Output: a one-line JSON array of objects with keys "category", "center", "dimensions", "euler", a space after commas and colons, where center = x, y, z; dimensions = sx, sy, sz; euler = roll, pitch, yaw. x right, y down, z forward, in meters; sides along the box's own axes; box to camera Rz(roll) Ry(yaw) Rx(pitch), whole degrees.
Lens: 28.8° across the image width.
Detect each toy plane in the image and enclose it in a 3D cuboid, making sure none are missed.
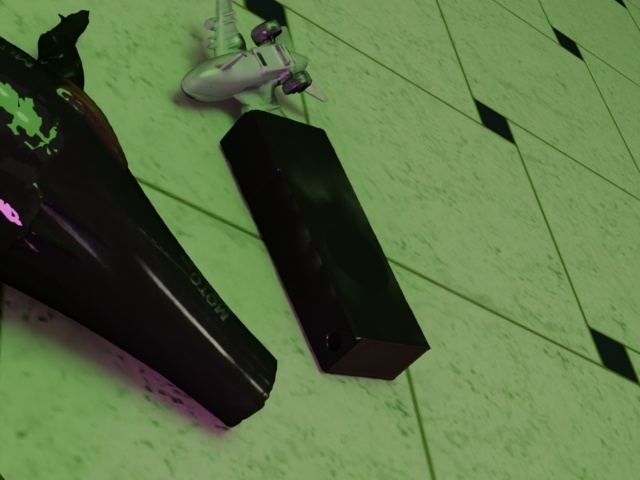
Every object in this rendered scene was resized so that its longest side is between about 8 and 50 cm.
[{"category": "toy plane", "center": [-0.055, -0.138, 1.019], "dimensions": [0.162, 0.065, 0.171], "euler": [60, 26, 5]}]

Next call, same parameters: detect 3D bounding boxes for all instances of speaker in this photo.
[{"category": "speaker", "center": [0.000, 0.000, 0.921], "dimensions": [0.082, 0.044, 0.218], "euler": [13, 41, -43]}]

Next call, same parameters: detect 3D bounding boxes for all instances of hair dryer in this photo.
[{"category": "hair dryer", "center": [-0.142, -0.065, 0.796], "dimensions": [0.304, 0.120, 0.359], "euler": [42, 19, -23]}]

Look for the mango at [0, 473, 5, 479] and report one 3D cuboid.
[{"category": "mango", "center": [-0.189, 0.106, 0.474], "dimensions": [0.227, 0.109, 0.147], "euler": [43, 4, -2]}]
